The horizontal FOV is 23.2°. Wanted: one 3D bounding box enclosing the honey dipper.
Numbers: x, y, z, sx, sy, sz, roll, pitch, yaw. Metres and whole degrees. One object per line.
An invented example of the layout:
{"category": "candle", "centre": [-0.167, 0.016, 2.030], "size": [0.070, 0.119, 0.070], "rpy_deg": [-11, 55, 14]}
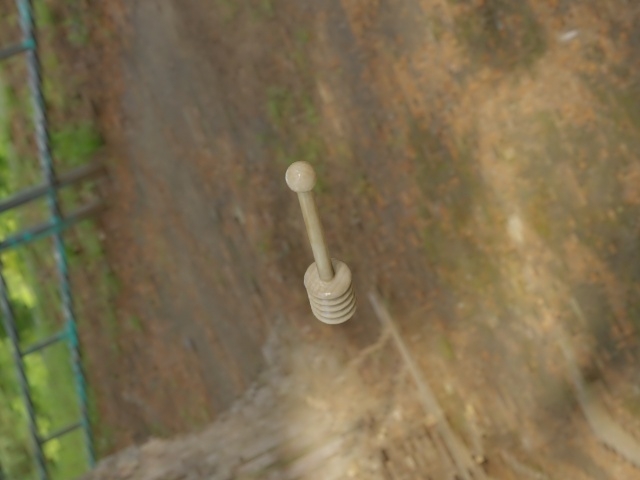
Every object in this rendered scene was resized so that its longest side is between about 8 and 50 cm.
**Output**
{"category": "honey dipper", "centre": [0.000, 0.000, 0.932], "size": [0.030, 0.030, 0.161], "rpy_deg": [55, 168, 30]}
